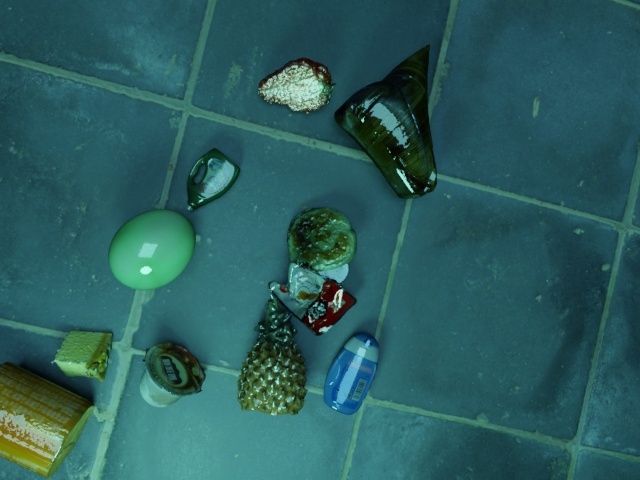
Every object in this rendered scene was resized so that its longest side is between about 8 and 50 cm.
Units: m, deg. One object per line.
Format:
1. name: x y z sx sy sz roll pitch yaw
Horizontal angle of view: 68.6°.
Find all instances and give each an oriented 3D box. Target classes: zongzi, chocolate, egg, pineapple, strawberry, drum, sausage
1. zongzi: 0.321 -0.387 1.541 0.432 0.208 0.403 -42 99 -17
2. chocolate: -0.478 0.435 1.460 0.221 0.221 0.147 38 114 -4
3. egg: -0.505 0.024 1.418 0.220 0.220 0.270 44 84 -4
4. pineapple: -0.143 0.354 1.472 0.222 0.223 0.358 4 80 -6
5. strawberry: -0.070 -0.520 1.538 0.235 0.107 0.175 20 124 -4
6. drum: -0.030 0.104 1.553 0.253 0.049 0.130 -10 91 -6
7. sausage: -0.855 0.520 1.374 0.287 0.233 0.233 29 86 -7

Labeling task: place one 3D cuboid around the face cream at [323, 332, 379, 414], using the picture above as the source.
1. face cream: 0.107 0.430 1.546 0.149 0.083 0.264 25 87 -6

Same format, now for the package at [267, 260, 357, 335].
1. package: -0.033 0.179 1.508 0.194 0.071 0.269 -40 120 22

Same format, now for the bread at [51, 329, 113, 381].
1. bread: -0.731 0.358 1.471 0.147 0.127 0.152 10 55 -4

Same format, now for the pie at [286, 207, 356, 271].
1. pie: 0.000 0.000 1.525 0.240 0.054 0.241 -2 70 6

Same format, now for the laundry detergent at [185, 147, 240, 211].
1. laundry detergent: -0.368 -0.187 1.517 0.137 0.063 0.211 40 88 -2
